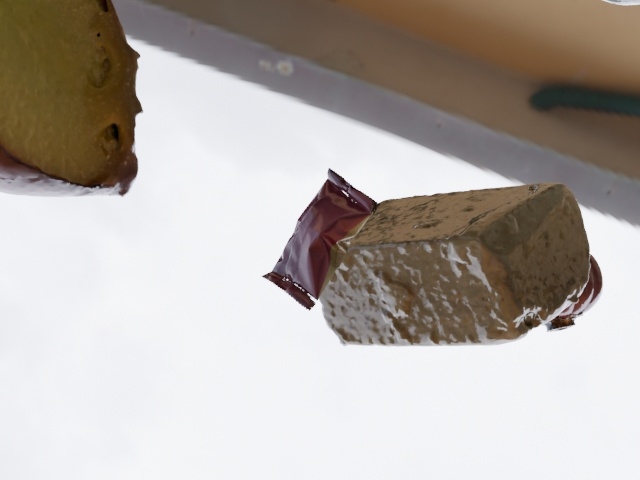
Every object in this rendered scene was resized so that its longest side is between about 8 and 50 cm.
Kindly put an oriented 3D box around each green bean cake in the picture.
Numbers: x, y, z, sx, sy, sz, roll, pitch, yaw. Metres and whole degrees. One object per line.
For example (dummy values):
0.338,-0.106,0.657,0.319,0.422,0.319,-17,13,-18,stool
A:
0.088,0.018,0.924,0.109,0.179,0.085,-31,-71,-44,green bean cake

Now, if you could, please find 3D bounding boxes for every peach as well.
-0.341,-0.182,1.372,0.361,0.201,0.257,55,-131,-20,peach

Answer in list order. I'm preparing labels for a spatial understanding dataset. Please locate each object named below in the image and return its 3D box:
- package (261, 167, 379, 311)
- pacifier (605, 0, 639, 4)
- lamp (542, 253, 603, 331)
0.000,0.000,0.832,0.083,0.029,0.059,-57,-139,3,package
0.225,-0.184,0.701,0.207,0.227,0.279,-25,-108,-4,pacifier
0.236,0.046,1.349,0.107,0.107,0.092,-8,-102,-14,lamp
